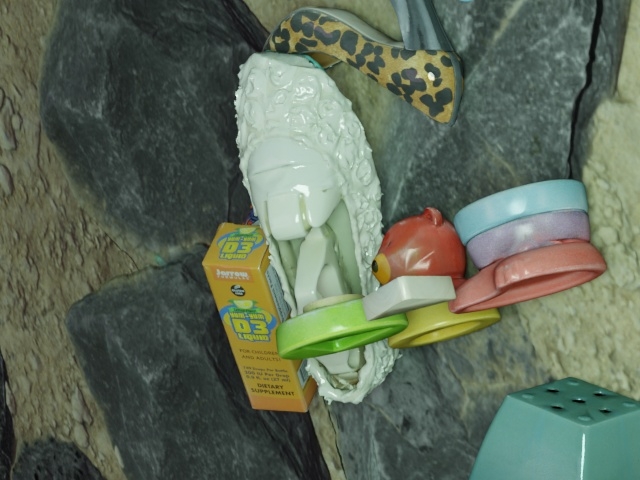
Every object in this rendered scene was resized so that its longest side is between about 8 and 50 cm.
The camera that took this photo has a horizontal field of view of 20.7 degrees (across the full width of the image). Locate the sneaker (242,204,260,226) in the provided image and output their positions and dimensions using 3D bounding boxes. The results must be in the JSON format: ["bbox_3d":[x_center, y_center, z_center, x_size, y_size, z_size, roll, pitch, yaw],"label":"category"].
[{"bbox_3d":[-0.052,-0.019,2.037,0.221,0.083,0.087,-31,71,42],"label":"sneaker"}]

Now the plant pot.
[{"bbox_3d":[0.244,0.266,1.732,0.165,0.165,0.234,20,111,44],"label":"plant pot"}]

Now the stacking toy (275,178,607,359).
[{"bbox_3d":[0.101,0.015,1.714,0.309,0.279,0.130,-29,71,52],"label":"stacking toy"}]

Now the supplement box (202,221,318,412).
[{"bbox_3d":[-0.064,0.089,2.007,0.078,0.080,0.233,2,130,23],"label":"supplement box"}]

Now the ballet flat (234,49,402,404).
[{"bbox_3d":[0.000,0.000,1.864,0.147,0.147,0.409,12,129,47],"label":"ballet flat"}]

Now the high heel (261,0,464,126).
[{"bbox_3d":[0.034,-0.165,1.847,0.261,0.093,0.186,-30,75,42],"label":"high heel"}]
